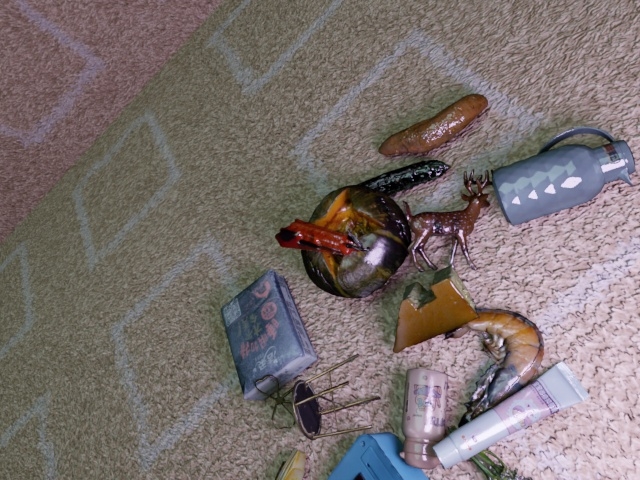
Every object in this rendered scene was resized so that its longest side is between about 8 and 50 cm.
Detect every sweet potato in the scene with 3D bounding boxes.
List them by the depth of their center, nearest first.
[{"bbox_3d":[0.315,-0.306,1.466,0.341,0.092,0.114,-25,30,24],"label":"sweet potato"}]

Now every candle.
[{"bbox_3d":[0.000,0.000,1.302,0.302,0.059,0.084,14,89,42],"label":"candle"}]

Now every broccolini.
[{"bbox_3d":[0.341,0.448,1.055,0.201,0.074,0.058,46,115,30],"label":"broccolini"}]

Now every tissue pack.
[{"bbox_3d":[-0.164,0.271,1.507,0.228,0.103,0.315,-39,50,16],"label":"tissue pack"}]

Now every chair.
[{"bbox_3d":[-0.028,0.413,1.282,0.326,0.170,0.159,-22,100,20],"label":"chair"}]

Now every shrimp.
[{"bbox_3d":[0.356,0.278,1.158,0.222,0.054,0.290,28,82,40],"label":"shrimp"}]

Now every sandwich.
[{"bbox_3d":[0.247,0.168,1.234,0.236,0.122,0.128,-33,97,24],"label":"sandwich"}]

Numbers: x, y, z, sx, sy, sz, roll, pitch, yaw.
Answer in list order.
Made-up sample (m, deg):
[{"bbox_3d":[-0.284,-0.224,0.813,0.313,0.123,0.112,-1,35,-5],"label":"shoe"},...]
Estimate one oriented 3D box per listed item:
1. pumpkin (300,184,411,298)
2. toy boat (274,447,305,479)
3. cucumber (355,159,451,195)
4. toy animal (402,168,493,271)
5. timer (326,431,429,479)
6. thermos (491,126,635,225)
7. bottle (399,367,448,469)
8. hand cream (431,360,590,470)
[{"bbox_3d":[0.090,0.001,1.401,0.320,0.192,0.320,-15,62,29],"label":"pumpkin"},{"bbox_3d":[-0.089,0.613,1.307,0.172,0.065,0.066,-63,27,-8],"label":"toy boat"},{"bbox_3d":[0.228,-0.170,1.473,0.300,0.072,0.072,-19,58,26],"label":"cucumber"},{"bbox_3d":[0.331,-0.053,1.279,0.087,0.244,0.260,172,97,-78],"label":"toy animal"},{"bbox_3d":[0.126,0.597,1.170,0.250,0.091,0.232,-55,48,16],"label":"timer"},{"bbox_3d":[0.550,-0.155,1.182,0.287,0.145,0.182,-21,59,24],"label":"thermos"},{"bbox_3d":[0.239,0.401,1.158,0.110,0.097,0.209,4,69,12],"label":"bottle"},{"bbox_3d":[0.383,0.364,1.057,0.331,0.058,0.085,-27,57,-5],"label":"hand cream"}]
